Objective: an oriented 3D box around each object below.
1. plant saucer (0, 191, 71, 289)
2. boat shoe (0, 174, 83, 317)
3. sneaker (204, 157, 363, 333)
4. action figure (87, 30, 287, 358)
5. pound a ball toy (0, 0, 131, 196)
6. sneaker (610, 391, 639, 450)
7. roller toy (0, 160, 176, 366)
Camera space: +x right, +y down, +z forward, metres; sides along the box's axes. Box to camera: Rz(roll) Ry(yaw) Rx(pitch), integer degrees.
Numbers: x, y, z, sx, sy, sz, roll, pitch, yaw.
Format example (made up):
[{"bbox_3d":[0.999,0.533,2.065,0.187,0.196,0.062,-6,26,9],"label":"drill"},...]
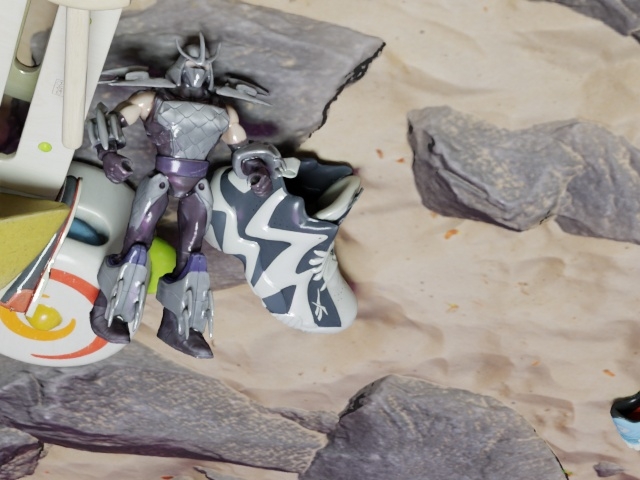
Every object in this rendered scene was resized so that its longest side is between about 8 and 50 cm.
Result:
[{"bbox_3d":[-0.437,0.013,1.079,0.333,0.333,0.081,9,106,38],"label":"plant saucer"},{"bbox_3d":[-0.252,0.001,1.149,0.043,0.049,0.137,23,93,-10],"label":"boat shoe"},{"bbox_3d":[0.000,0.000,1.265,0.153,0.094,0.235,-20,123,34],"label":"sneaker"},{"bbox_3d":[-0.127,-0.045,1.147,0.185,0.099,0.285,7,101,-19],"label":"action figure"},{"bbox_3d":[-0.237,-0.165,1.019,0.136,0.208,0.319,16,136,-14],"label":"pound a ball toy"},{"bbox_3d":[0.407,0.191,1.472,0.162,0.063,0.073,-27,126,29],"label":"sneaker"},{"bbox_3d":[-0.267,0.030,1.275,0.209,0.146,0.191,-19,133,23],"label":"roller toy"}]
